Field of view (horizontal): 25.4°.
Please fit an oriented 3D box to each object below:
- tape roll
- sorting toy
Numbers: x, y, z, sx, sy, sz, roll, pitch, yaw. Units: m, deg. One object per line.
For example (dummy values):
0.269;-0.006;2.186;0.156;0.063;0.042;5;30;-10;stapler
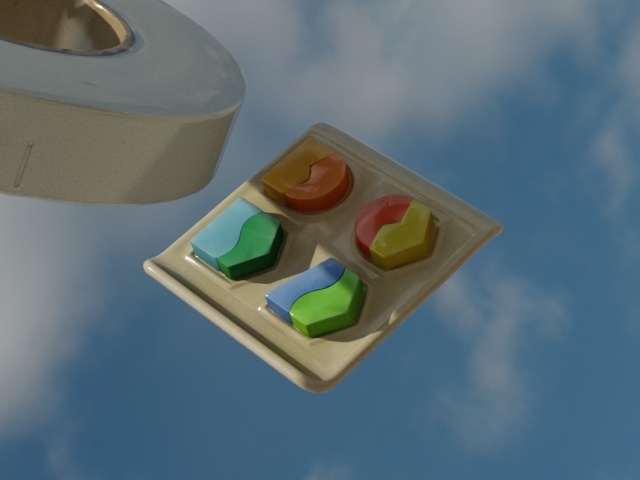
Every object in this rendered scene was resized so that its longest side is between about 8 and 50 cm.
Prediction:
-0.243;-0.146;1.017;0.392;0.392;0.072;7;-65;-38;tape roll
0.000;0.000;1.057;0.208;0.193;0.038;-39;-38;-24;sorting toy
